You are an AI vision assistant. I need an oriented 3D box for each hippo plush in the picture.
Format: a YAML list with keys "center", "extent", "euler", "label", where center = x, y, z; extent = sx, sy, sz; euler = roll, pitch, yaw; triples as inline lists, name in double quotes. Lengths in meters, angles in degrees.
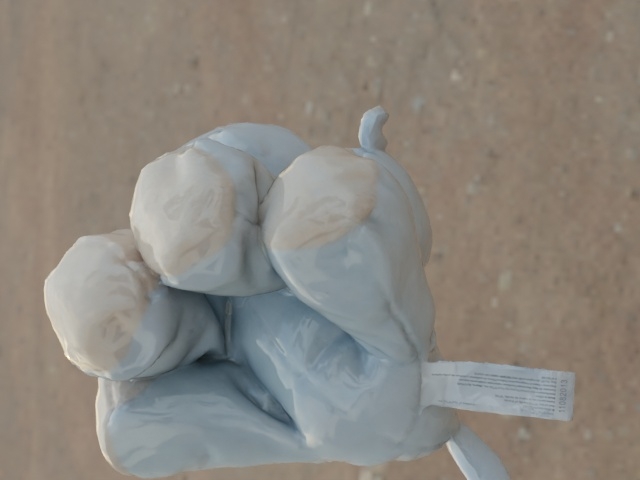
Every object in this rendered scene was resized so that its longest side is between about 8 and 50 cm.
- center: [0.000, 0.000, 1.018]
  extent: [0.236, 0.294, 0.234]
  euler: [-84, 2, -53]
  label: "hippo plush"
